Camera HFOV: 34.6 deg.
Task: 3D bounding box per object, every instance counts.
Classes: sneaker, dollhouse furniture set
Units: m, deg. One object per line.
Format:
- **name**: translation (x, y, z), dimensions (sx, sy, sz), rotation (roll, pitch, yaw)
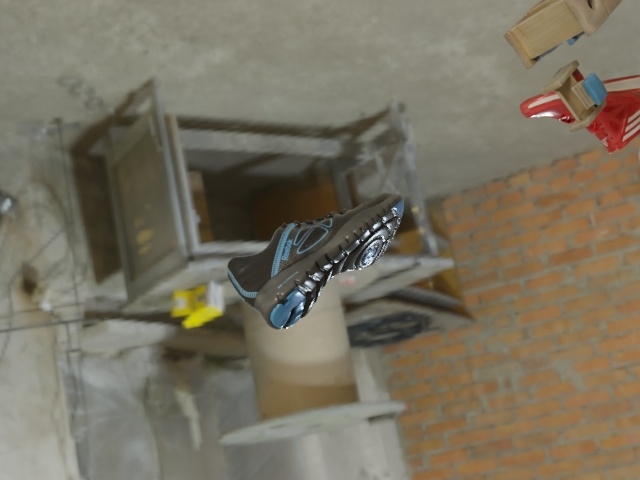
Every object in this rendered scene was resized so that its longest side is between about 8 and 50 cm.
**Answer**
- **sneaker**: translation (0.000, 0.000, 1.689), dimensions (0.341, 0.140, 0.125), rotation (-34, 147, -32)
- **sneaker**: translation (0.462, -0.206, 1.776), dimensions (0.221, 0.128, 0.087), rotation (-12, -175, 2)
- **dollhouse furniture set**: translation (0.397, -0.286, 1.532), dimensions (0.129, 0.183, 0.129), rotation (-25, -163, 50)

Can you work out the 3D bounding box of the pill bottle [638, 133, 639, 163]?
- **pill bottle**: translation (0.639, -0.131, 1.843), dimensions (0.118, 0.117, 0.208), rotation (-17, 124, 20)
